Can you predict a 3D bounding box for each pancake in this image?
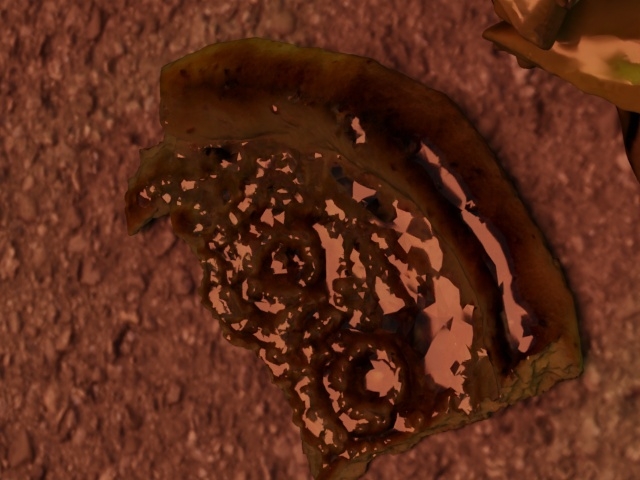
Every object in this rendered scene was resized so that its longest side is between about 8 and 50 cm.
[{"bbox_3d":[0.004,-0.003,1.386,0.305,0.067,0.427,-44,72,23],"label":"pancake"}]

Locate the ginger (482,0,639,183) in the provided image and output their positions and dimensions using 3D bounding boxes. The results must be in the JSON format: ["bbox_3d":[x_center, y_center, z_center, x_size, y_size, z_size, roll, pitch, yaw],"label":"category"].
[{"bbox_3d":[0.240,-0.223,1.117,0.358,0.211,0.413,-29,115,19],"label":"ginger"}]
